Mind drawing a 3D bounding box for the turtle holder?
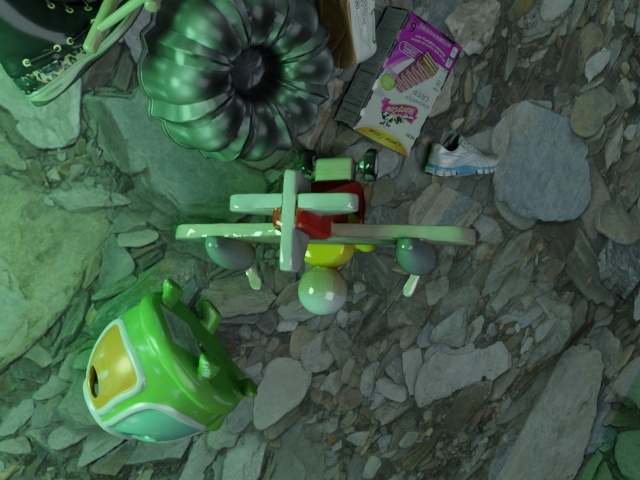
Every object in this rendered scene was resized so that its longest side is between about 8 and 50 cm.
[{"bbox_3d":[-0.261,0.229,1.234,0.227,0.243,0.320,-36,169,3],"label":"turtle holder"}]

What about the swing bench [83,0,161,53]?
[{"bbox_3d":[-0.309,-0.413,0.842,0.253,0.165,0.254,27,63,-40],"label":"swing bench"}]

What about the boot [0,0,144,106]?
[{"bbox_3d":[-0.365,-0.321,0.962,0.236,0.085,0.178,-49,127,-7],"label":"boot"}]

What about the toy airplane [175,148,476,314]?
[{"bbox_3d":[0.000,0.000,1.171,0.384,0.386,0.272,-9,105,-30],"label":"toy airplane"}]

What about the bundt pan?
[{"bbox_3d":[-0.113,-0.271,1.133,0.331,0.124,0.330,-15,119,-29],"label":"bundt pan"}]

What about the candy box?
[{"bbox_3d":[0.146,-0.294,1.332,0.159,0.071,0.233,19,101,-39],"label":"candy box"}]

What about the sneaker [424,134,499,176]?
[{"bbox_3d":[0.307,-0.183,1.500,0.191,0.071,0.082,-8,111,-31],"label":"sneaker"}]

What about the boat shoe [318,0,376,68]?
[{"bbox_3d":[0.046,-0.435,1.187,0.096,0.098,0.277,-29,125,-36],"label":"boat shoe"}]
